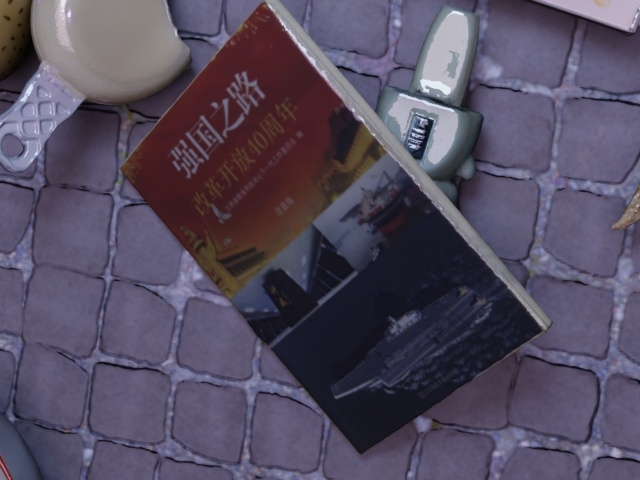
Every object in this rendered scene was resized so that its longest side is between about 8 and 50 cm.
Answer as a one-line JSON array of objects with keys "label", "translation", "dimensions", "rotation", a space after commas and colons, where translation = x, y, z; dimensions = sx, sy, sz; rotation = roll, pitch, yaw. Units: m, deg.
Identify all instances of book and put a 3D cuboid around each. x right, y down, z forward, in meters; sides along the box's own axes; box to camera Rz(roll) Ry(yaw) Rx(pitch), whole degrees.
[{"label": "book", "translation": [0.000, 0.000, 1.055], "dimensions": [0.374, 0.028, 0.262], "rotation": [49, 129, 2]}]

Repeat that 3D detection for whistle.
[{"label": "whistle", "translation": [0.093, -0.092, 1.050], "dimensions": [0.110, 0.092, 0.244], "rotation": [18, 101, 12]}]

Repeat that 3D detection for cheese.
[{"label": "cheese", "translation": [-0.225, -0.186, 1.052], "dimensions": [0.249, 0.071, 0.163], "rotation": [-35, 110, -24]}]

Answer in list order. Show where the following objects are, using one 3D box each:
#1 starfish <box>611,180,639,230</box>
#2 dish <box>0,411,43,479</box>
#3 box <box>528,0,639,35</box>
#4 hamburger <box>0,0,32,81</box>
[{"label": "starfish", "translation": [0.403, -0.119, 1.012], "dimensions": [0.299, 0.060, 0.302], "rotation": [-5, 87, 16]}, {"label": "dish", "translation": [-0.381, 0.269, 1.156], "dimensions": [0.256, 0.117, 0.256], "rotation": [1, 96, 10]}, {"label": "box", "translation": [0.152, -0.331, 1.028], "dimensions": [0.343, 0.065, 0.200], "rotation": [20, 98, 7]}, {"label": "hamburger", "translation": [-0.335, -0.220, 1.079], "dimensions": [0.137, 0.175, 0.175], "rotation": [22, 99, -6]}]
